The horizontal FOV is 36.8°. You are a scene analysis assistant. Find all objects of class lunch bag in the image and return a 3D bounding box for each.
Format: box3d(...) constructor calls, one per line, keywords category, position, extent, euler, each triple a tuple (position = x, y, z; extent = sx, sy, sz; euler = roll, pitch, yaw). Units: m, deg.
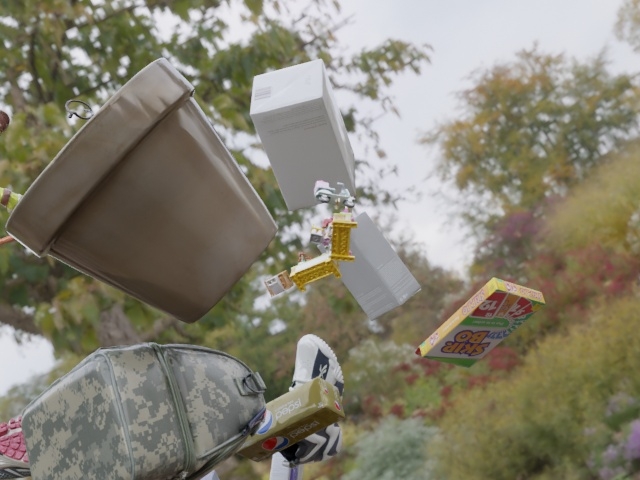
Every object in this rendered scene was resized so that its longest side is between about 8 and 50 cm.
box3d(category="lunch bag", position=(-0.254, 0.281, 1.419), extent=(0.256, 0.212, 0.305), euler=(-3, -27, -45))

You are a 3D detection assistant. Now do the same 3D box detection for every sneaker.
box3d(category="sneaker", position=(-0.040, 0.295, 1.706), extent=(0.094, 0.235, 0.153), euler=(12, 18, 38))
box3d(category="sneaker", position=(-0.583, 0.399, 1.797), extent=(0.299, 0.121, 0.112), euler=(2, -52, -4))

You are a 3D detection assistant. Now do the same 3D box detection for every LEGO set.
box3d(category="LEGO set", position=(0.000, 0.000, 1.880), extent=(0.107, 0.132, 0.287), euler=(-83, 19, -52))

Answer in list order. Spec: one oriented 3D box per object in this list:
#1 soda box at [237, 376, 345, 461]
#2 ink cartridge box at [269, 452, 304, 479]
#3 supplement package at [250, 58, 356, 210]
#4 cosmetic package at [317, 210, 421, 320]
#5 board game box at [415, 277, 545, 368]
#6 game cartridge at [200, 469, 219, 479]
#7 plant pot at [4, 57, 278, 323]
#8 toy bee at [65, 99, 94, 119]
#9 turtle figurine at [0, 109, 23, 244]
box3d(category="soda box", position=(-0.054, 0.290, 1.555), extent=(0.181, 0.058, 0.061), euler=(-31, -41, 19))
box3d(category="ink cartridge box", position=(-0.063, 0.450, 1.851), extent=(0.045, 0.208, 0.206), euler=(6, -33, 7))
box3d(category="supplement package", position=(-0.036, -0.247, 2.288), extent=(0.175, 0.177, 0.293), euler=(-13, -52, 11))
box3d(category="cosmetic package", position=(0.117, 0.063, 2.350), extent=(0.107, 0.238, 0.127), euler=(-33, 0, -41))
box3d(category="board game box", position=(0.305, 0.171, 1.871), extent=(0.124, 0.039, 0.259), euler=(17, -44, -28))
box3d(category="game cartridge", position=(-0.326, 0.524, 1.901), extent=(0.297, 0.198, 0.062), euler=(-10, 29, 12))
box3d(category="plant pot", position=(-0.225, -0.040, 1.344), extent=(0.323, 0.280, 0.323), euler=(-46, 7, 8))
box3d(category="toy bee", position=(-0.401, -0.136, 1.955), extent=(0.195, 0.298, 0.162), euler=(-6, -48, -45))
box3d(category="turtle figurine", position=(-0.551, -0.108, 1.405), extent=(0.269, 0.217, 0.087), euler=(9, -30, -5))
